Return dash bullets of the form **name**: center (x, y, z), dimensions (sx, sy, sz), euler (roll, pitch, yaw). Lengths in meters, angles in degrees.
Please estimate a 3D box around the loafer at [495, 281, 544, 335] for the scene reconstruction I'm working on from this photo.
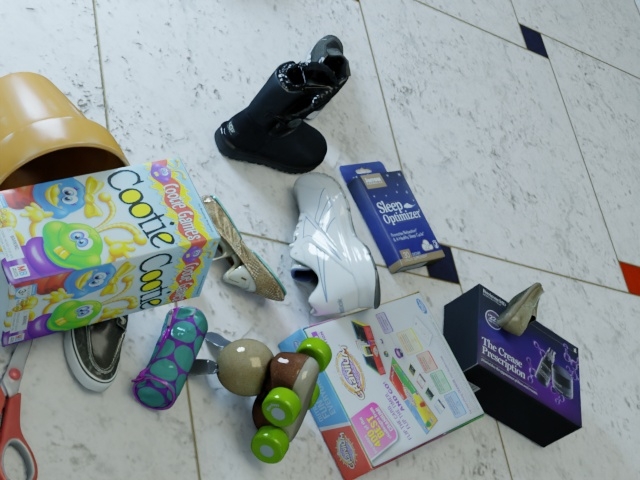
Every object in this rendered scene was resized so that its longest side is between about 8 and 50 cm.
- **loafer**: center (0.359, 0.125, 2.067), dimensions (0.050, 0.056, 0.148), euler (51, 46, 0)

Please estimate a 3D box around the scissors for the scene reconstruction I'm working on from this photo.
- **scissors**: center (-0.395, 0.179, 1.450), dimensions (0.109, 0.021, 0.297), euler (19, 51, -32)

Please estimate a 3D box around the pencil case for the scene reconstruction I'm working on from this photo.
- **pencil case**: center (-0.208, 0.160, 1.617), dimensions (0.070, 0.064, 0.152), euler (52, 35, -27)

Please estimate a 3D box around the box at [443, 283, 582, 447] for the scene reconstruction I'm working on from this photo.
- **box**: center (0.344, 0.225, 2.094), dimensions (0.261, 0.103, 0.184), euler (32, 41, -24)

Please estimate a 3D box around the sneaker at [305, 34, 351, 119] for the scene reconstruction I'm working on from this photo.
- **sneaker**: center (0.020, -0.323, 2.176), dimensions (0.078, 0.106, 0.234), euler (40, 40, -17)

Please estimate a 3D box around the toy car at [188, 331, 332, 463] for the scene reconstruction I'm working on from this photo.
- **toy car**: center (-0.102, 0.200, 1.678), dimensions (0.188, 0.149, 0.155), euler (23, 35, 9)

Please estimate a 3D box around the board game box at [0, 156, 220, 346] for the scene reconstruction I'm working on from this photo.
- **board game box**: center (-0.292, 0.012, 1.500), dimensions (0.275, 0.144, 0.142), euler (-14, 60, -28)

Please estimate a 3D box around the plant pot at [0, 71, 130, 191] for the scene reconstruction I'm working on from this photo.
- **plant pot**: center (-0.382, -0.119, 1.567), dimensions (0.205, 0.205, 0.188), euler (3, 45, -44)

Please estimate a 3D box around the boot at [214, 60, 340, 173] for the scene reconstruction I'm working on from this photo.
- **boot**: center (-0.030, -0.207, 1.959), dimensions (0.246, 0.207, 0.094), euler (4, 59, -44)

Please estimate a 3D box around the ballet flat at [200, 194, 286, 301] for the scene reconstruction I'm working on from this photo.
- **ballet flat**: center (-0.137, 0.026, 1.803), dimensions (0.067, 0.073, 0.206), euler (-38, 88, -24)

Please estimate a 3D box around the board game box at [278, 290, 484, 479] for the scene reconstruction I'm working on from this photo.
- **board game box**: center (0.105, 0.226, 1.881), dimensions (0.316, 0.064, 0.242), euler (-12, 71, -49)

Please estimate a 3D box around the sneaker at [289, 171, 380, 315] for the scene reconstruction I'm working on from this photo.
- **sneaker**: center (0.000, 0.000, 1.908), dimensions (0.129, 0.111, 0.297), euler (-16, 47, -8)

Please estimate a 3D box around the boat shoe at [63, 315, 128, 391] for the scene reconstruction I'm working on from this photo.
- **boat shoe**: center (-0.297, 0.094, 1.574), dimensions (0.077, 0.070, 0.219), euler (18, 50, -36)

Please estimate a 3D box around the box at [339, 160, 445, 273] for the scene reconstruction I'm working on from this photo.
- **box**: center (0.130, -0.053, 2.141), dimensions (0.136, 0.036, 0.225), euler (-11, 69, -48)
